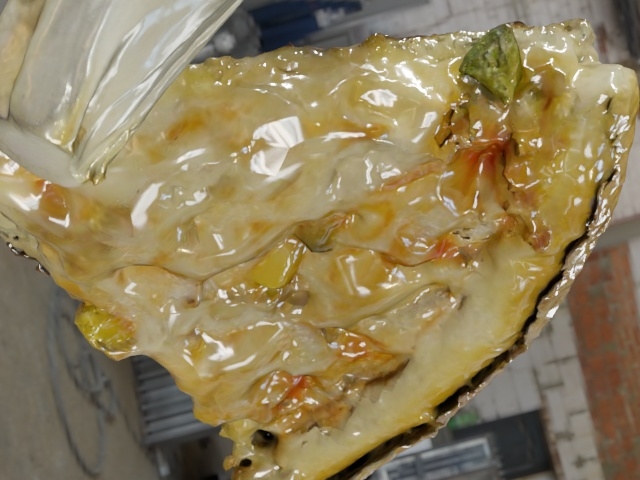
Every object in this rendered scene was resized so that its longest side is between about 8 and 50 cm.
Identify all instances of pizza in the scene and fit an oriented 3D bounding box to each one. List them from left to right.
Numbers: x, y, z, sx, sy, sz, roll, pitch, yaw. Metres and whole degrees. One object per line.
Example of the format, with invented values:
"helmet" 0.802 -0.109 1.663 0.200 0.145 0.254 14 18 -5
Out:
"pizza" 0.028 0.008 0.786 0.435 0.392 0.080 48 23 -44

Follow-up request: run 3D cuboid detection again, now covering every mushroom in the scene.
"mushroom" -0.036 -0.178 0.568 0.095 0.351 0.123 36 0 -25
